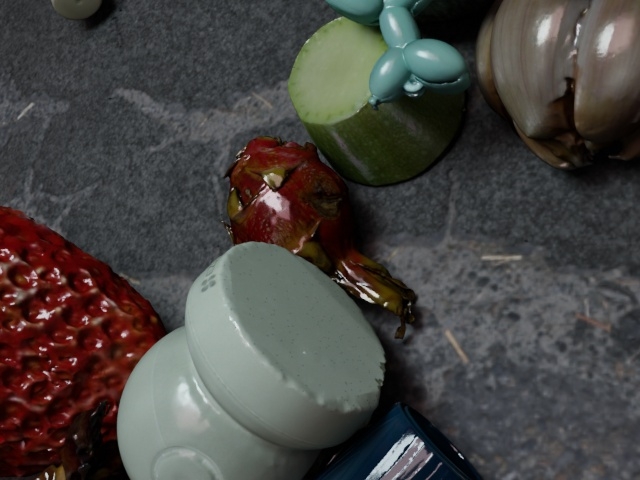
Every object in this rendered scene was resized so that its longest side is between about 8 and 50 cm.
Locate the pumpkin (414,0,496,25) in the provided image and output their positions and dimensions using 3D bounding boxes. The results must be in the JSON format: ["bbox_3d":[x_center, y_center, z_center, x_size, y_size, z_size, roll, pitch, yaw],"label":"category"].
[{"bbox_3d":[0.125,-0.315,0.926,0.211,0.152,0.212,-12,61,21],"label":"pumpkin"}]

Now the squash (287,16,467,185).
[{"bbox_3d":[0.048,-0.148,0.928,0.170,0.123,0.170,-13,66,31],"label":"squash"}]

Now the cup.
[{"bbox_3d":[0.045,0.207,0.777,0.138,0.113,0.150,-46,57,4],"label":"cup"}]

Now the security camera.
[{"bbox_3d":[-0.078,0.142,0.813,0.236,0.194,0.195,-47,53,24],"label":"security camera"}]

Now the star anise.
[{"bbox_3d":[-0.218,0.243,0.899,0.212,0.157,0.053,-47,40,13],"label":"star anise"}]

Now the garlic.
[{"bbox_3d":[0.220,-0.169,0.807,0.214,0.160,0.191,22,77,32],"label":"garlic"}]

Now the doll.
[{"bbox_3d":[0.079,-0.197,0.817,0.159,0.059,0.158,-46,79,6],"label":"doll"}]

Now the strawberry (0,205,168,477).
[{"bbox_3d":[-0.331,0.111,0.972,0.291,0.309,0.292,-40,40,45],"label":"strawberry"}]

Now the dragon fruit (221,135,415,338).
[{"bbox_3d":[0.000,0.000,0.896,0.246,0.125,0.125,40,121,16],"label":"dragon fruit"}]

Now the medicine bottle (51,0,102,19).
[{"bbox_3d":[-0.361,-0.406,1.268,0.114,0.114,0.252,-35,56,13],"label":"medicine bottle"}]
